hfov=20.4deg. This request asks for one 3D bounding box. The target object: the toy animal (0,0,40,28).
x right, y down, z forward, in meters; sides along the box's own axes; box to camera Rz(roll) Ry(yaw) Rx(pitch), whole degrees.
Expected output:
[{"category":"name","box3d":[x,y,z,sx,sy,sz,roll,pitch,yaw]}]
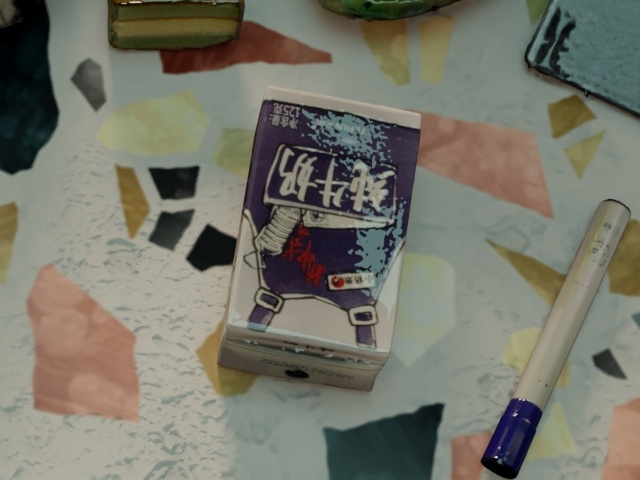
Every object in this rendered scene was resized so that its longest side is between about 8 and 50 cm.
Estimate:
[{"category":"toy animal","box3d":[-0.299,-0.343,1.501,0.212,0.212,0.267,5,69,-5]}]

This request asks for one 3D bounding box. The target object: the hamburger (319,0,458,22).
[{"category":"hamburger","box3d":[0.093,-0.300,1.550,0.288,0.167,0.192,-8,71,-5]}]

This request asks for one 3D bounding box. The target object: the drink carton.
[{"category":"drink carton","box3d":[-0.001,0.000,1.447,0.134,0.102,0.222,11,66,-5]}]

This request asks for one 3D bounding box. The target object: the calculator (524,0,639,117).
[{"category":"calculator","box3d":[0.304,-0.238,1.590,0.161,0.021,0.262,27,87,4]}]

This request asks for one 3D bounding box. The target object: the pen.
[{"category":"pen","box3d":[0.198,0.077,1.474,0.033,0.033,0.269,26,65,4]}]

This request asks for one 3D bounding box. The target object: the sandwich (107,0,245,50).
[{"category":"sandwich","box3d":[-0.130,-0.254,1.556,0.113,0.079,0.163,-1,64,-10]}]
